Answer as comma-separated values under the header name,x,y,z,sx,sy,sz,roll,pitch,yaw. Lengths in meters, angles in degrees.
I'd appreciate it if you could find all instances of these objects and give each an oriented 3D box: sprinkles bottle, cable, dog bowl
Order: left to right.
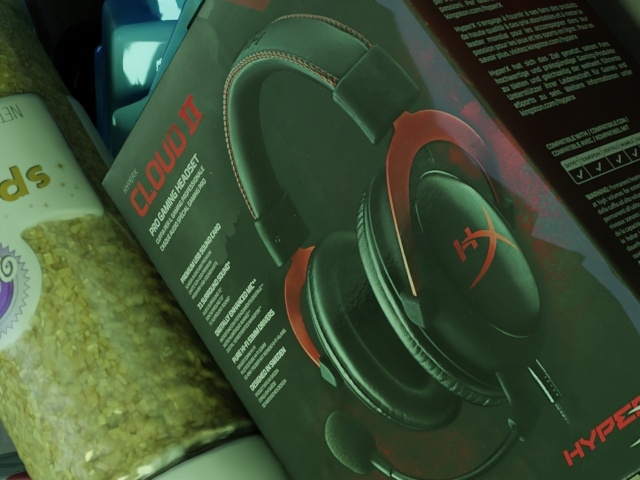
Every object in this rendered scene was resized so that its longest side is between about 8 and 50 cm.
name,x,y,z,sx,sy,sz,roll,pitch,yaw
sprinkles bottle,-0.135,0.026,0.622,0.355,0.121,0.121,57,141,21
cable,-0.157,-0.079,0.893,0.150,0.047,0.184,44,132,40
dog bowl,-0.097,-0.153,0.723,0.166,0.074,0.297,-122,34,-64

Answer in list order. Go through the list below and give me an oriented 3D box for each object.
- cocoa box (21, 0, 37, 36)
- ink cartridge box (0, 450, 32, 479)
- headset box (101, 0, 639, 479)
name,x,y,z,sx,sy,sz,roll,pitch,yaw
cocoa box,-0.315,-0.077,0.848,0.347,0.228,0.231,71,161,0
ink cartridge box,-0.131,0.188,0.789,0.283,0.207,0.117,-16,84,56
headset box,0.036,-0.012,0.523,0.293,0.110,0.218,56,135,16
